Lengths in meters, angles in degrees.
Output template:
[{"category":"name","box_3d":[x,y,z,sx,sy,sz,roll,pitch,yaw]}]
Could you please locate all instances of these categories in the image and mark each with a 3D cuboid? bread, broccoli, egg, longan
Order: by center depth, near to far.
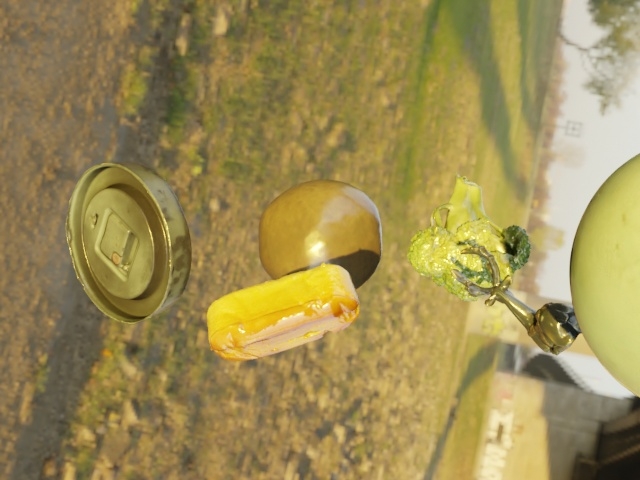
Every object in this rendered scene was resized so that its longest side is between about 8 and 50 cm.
[{"category":"egg","box_3d":[0.407,0.044,1.046,0.389,0.276,0.276,50,50,-56]},{"category":"bread","box_3d":[-0.059,0.120,1.544,0.102,0.246,0.094,70,4,-50]},{"category":"broccoli","box_3d":[0.362,-0.010,2.256,0.302,0.254,0.186,-56,172,-17]},{"category":"longan","box_3d":[-0.001,-0.001,2.288,0.297,0.297,0.297,11,90,-79]}]

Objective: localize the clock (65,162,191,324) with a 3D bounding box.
[{"category":"clock","box_3d":[-0.384,0.003,1.958,0.067,0.325,0.325,-15,119,-48]}]

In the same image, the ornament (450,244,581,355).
[{"category":"ornament","box_3d":[0.318,0.092,1.622,0.080,0.236,0.202,-48,169,-7]}]
